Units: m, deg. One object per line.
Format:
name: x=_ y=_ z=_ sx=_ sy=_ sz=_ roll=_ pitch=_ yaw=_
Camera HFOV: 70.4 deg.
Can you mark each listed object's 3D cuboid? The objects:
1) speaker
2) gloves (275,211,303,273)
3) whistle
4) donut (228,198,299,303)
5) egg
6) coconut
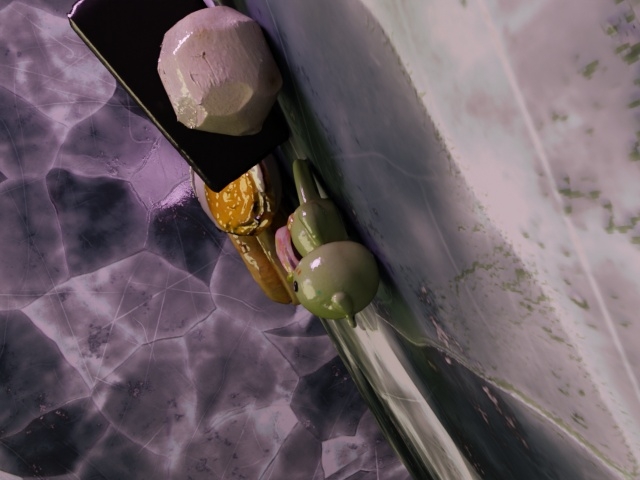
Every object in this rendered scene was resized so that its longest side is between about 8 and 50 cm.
speaker: x=-0.216 y=-0.260 z=0.791 sx=0.388 sy=0.180 sz=0.184 roll=54 pitch=178 yaw=-29
gloves: x=-0.046 y=0.010 z=1.038 sx=0.145 sy=0.126 sz=0.241 roll=56 pitch=164 yaw=-2
whistle: x=-0.008 y=0.007 z=0.720 sx=0.294 sy=0.141 sz=0.141 roll=58 pitch=171 yaw=28
donut: x=-0.151 y=0.018 z=1.414 sx=0.449 sy=0.198 sz=0.449 roll=60 pitch=173 yaw=13
egg: x=-0.177 y=-0.153 z=1.124 sx=0.286 sy=0.174 sz=0.265 roll=7 pitch=112 yaw=45
coconut: x=-0.136 y=-0.223 z=0.637 sx=0.161 sy=0.160 sz=0.162 roll=-160 pitch=50 yaw=-78
